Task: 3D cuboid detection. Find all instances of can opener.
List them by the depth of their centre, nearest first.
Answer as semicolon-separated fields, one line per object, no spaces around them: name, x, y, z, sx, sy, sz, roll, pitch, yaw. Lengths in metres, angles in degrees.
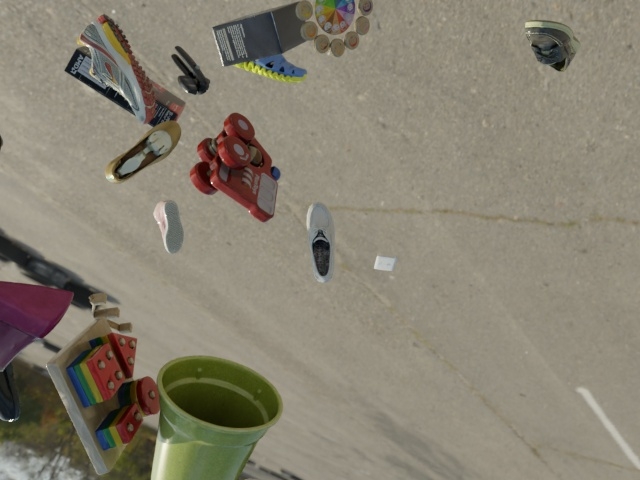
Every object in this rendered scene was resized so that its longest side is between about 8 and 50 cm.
can opener;-0.339;-0.442;1.628;0.073;0.186;0.059;12;130;-49

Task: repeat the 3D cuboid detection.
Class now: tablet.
tablet;0.176;0.062;1.709;0.054;0.006;0.083;7;154;1

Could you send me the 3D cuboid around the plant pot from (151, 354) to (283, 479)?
plant pot;-0.250;0.431;1.375;0.275;0.254;0.276;18;-164;-5

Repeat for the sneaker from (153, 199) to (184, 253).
sneaker;-0.379;-0.038;1.571;0.051;0.135;0.070;-13;-163;-37

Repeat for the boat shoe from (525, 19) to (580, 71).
boat shoe;0.488;-0.406;1.328;0.080;0.074;0.223;17;-169;36

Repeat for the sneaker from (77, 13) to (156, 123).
sneaker;-0.412;-0.339;1.292;0.225;0.092;0.088;62;-173;-5

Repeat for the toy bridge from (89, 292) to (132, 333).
toy bridge;-0.524;0.180;1.542;0.063;0.026;0.188;-7;147;4

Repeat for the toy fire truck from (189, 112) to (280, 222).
toy fire truck;-0.229;-0.216;1.879;0.169;0.302;0.254;-35;122;30

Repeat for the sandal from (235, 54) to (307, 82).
sandal;-0.194;-0.662;2.285;0.317;0.138;0.126;21;-170;4

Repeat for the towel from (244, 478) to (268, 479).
towel;-0.127;0.723;1.712;0.282;0.187;0.049;-5;107;21

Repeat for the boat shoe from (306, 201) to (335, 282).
boat shoe;0.000;0.000;1.406;0.066;0.184;0.063;1;169;1

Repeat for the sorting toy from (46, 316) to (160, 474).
sorting toy;-0.442;0.313;1.359;0.255;0.089;0.257;-79;-30;-77

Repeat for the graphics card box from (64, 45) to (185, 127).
graphics card box;-0.636;-0.507;2.100;0.370;0.094;0.233;31;-163;-15

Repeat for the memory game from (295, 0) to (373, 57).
memory game;0.031;-0.455;1.238;0.012;0.186;0.186;28;168;50

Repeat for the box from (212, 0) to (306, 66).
box;-0.131;-0.466;1.424;0.158;0.156;0.093;-4;115;26

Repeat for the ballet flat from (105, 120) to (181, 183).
ballet flat;-0.436;-0.219;1.590;0.080;0.232;0.073;53;163;-22

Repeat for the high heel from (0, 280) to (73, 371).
high heel;-0.619;0.042;1.080;0.377;0.181;0.127;51;160;-26

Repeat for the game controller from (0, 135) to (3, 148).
game controller;-0.793;-0.115;1.400;0.166;0.319;0.067;-30;137;23

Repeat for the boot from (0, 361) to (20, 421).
boot;-0.957;0.424;1.741;0.094;0.207;0.247;14;113;36
